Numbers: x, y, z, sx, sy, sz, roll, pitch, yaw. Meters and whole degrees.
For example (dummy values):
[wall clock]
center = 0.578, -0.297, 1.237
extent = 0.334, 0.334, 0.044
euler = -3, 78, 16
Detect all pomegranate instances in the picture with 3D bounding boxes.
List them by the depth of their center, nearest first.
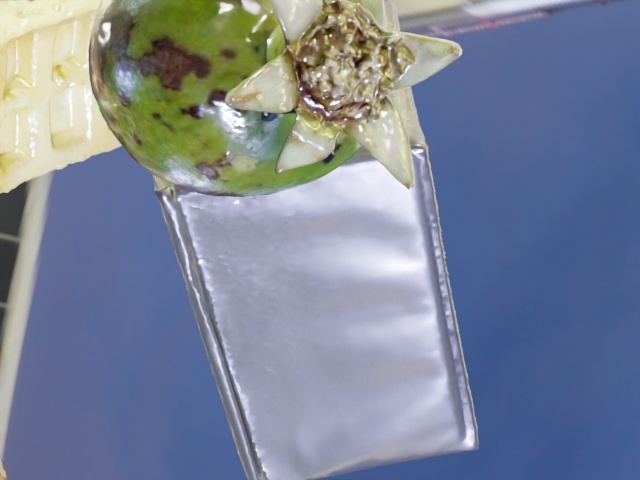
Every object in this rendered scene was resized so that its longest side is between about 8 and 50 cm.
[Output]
[pomegranate]
center = -0.030, -0.078, 0.611
extent = 0.148, 0.148, 0.169
euler = -61, -155, 15

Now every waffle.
[waffle]
center = -0.206, -0.149, 1.182
extent = 0.057, 0.274, 0.168
euler = 39, -44, 30

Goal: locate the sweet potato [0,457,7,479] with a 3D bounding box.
[sweet potato]
center = -0.204, 0.176, 0.728
extent = 0.114, 0.092, 0.342
euler = 165, -91, -82

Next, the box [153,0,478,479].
[box]
center = -0.001, 0.000, 1.136
extent = 0.204, 0.345, 0.251
euler = -11, -141, 4
